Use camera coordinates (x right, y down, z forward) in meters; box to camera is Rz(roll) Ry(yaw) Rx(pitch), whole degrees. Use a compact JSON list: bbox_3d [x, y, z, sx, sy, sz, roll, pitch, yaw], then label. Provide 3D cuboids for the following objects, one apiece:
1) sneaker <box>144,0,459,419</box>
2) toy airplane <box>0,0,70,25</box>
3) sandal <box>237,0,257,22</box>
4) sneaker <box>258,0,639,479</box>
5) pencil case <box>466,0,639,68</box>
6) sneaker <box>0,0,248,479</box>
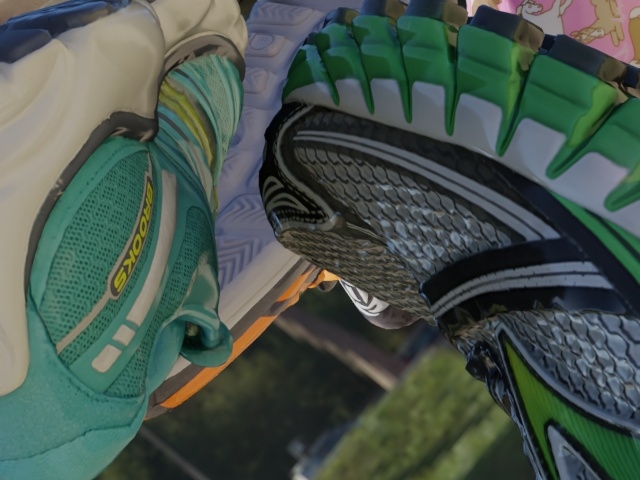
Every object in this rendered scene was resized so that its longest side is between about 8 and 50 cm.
[{"bbox_3d":[0.000,0.000,0.936,0.321,0.124,0.180,-54,-41,-35],"label":"sneaker"},{"bbox_3d":[-0.263,-0.100,1.448,0.272,0.384,0.386,47,-118,-68],"label":"toy airplane"},{"bbox_3d":[-0.042,-0.190,1.599,0.303,0.120,0.086,-47,-34,-17],"label":"sandal"},{"bbox_3d":[0.082,0.052,0.425,0.134,0.343,0.146,24,-80,-41],"label":"sneaker"},{"bbox_3d":[0.223,-0.156,1.655,0.167,0.386,0.160,-15,-5,-34],"label":"pencil case"},{"bbox_3d":[-0.070,-0.008,0.541,0.107,0.110,0.275,-15,10,8],"label":"sneaker"}]
